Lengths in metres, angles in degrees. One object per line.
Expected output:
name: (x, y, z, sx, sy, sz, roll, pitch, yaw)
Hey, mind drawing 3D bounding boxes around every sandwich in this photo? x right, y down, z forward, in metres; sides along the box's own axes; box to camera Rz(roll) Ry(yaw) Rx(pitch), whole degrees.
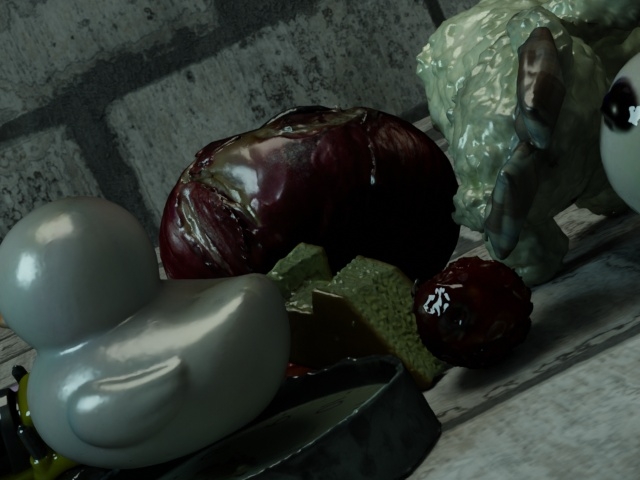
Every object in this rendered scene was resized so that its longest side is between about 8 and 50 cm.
sandwich: (0.006, 0.059, 1.598, 0.244, 0.088, 0.090, 10, 33, 33)

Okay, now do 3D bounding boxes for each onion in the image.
onion: (0.000, 0.000, 1.786, 0.314, 0.232, 0.314, -15, -35, -11)

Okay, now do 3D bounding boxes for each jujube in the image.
jujube: (0.135, 0.058, 1.512, 0.104, 0.104, 0.166, -22, -2, 20)

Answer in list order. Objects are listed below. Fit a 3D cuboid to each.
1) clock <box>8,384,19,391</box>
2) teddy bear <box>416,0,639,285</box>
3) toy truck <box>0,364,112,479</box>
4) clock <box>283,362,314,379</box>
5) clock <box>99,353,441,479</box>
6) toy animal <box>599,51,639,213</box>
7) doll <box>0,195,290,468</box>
clock: (-0.297, 0.198, 1.779, 0.248, 0.090, 0.227, -24, -11, 7)
teddy bear: (0.254, -0.097, 1.655, 0.375, 0.327, 0.362, 14, 15, -26)
toy truck: (-0.274, 0.179, 1.565, 0.224, 0.165, 0.147, -22, 38, 4)
clock: (-0.033, 0.136, 1.643, 0.113, 0.061, 0.155, -13, 17, 48)
clock: (-0.059, 0.182, 1.403, 0.312, 0.061, 0.312, -25, 7, 3)
toy animal: (0.352, -0.093, 1.482, 0.267, 0.212, 0.212, -39, 15, -36)
doll: (-0.152, 0.060, 1.437, 0.251, 0.221, 0.221, -7, 15, 24)
